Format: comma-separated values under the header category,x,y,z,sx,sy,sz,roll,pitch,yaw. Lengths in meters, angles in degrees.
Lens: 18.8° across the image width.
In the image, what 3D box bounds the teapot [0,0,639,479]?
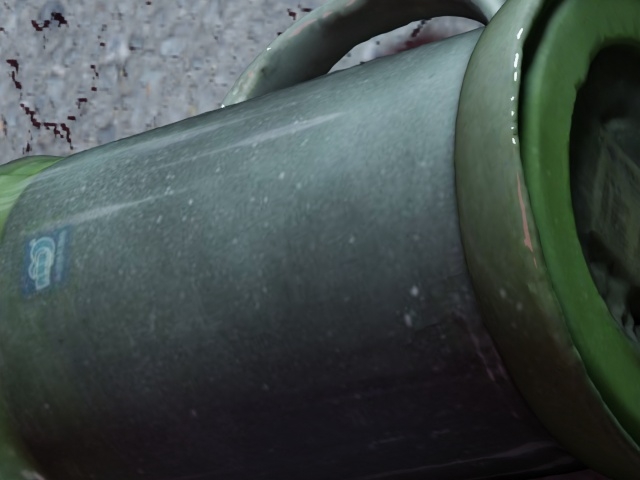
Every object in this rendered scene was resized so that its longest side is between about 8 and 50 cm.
category,x,y,z,sx,sy,sz,roll,pitch,yaw
teapot,0.000,0.000,0.805,0.337,0.200,0.270,-15,50,35
